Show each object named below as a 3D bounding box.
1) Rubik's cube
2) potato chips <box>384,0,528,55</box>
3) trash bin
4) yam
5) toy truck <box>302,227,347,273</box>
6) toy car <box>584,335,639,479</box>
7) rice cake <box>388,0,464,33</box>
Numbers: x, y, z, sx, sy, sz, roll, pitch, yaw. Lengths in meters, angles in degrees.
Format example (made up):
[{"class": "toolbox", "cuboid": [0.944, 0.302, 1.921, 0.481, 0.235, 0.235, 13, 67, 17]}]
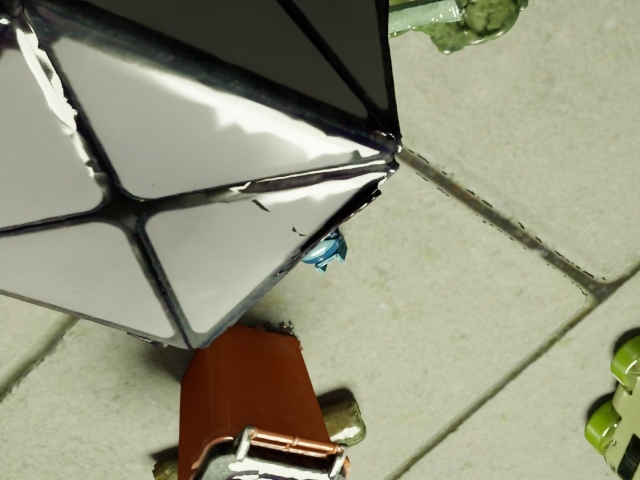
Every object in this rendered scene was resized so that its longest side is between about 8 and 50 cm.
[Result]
[{"class": "Rubik's cube", "cuboid": [-0.144, -0.134, 0.963, 0.310, 0.307, 0.305, 20, 137, -27]}, {"class": "potato chips", "cuboid": [0.073, -0.336, 1.031, 0.373, 0.097, 0.389, -29, 128, 11]}, {"class": "trash bin", "cuboid": [-0.070, 0.196, 1.332, 0.161, 0.238, 0.184, 14, 126, -20]}, {"class": "yam", "cuboid": [-0.071, 0.248, 1.489, 0.253, 0.061, 0.061, -19, 130, 3]}, {"class": "toy truck", "cuboid": [0.000, 0.000, 1.305, 0.056, 0.073, 0.090, -29, 142, 10]}, {"class": "toy car", "cuboid": [0.464, 0.207, 1.557, 0.235, 0.145, 0.235, -21, 136, -23]}, {"class": "rice cake", "cuboid": [0.064, -0.189, 1.087, 0.121, 0.021, 0.022, -8, 125, 26]}]
